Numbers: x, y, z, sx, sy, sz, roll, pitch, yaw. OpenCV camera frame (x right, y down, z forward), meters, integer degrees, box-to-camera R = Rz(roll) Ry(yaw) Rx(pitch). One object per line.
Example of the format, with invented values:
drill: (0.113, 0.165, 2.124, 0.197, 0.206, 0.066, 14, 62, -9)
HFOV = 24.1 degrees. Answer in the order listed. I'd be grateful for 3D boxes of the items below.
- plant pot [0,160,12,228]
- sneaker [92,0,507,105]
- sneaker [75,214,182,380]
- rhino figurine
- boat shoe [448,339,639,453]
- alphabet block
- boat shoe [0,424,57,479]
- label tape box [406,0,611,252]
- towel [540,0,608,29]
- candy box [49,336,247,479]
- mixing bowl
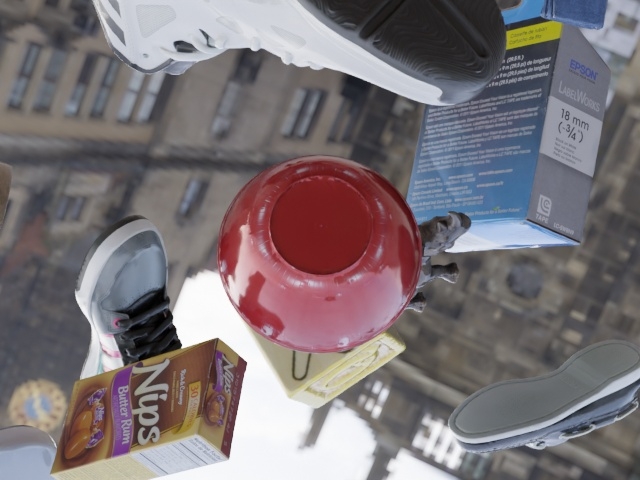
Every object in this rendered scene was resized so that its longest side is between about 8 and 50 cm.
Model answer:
plant pot: (-0.487, 0.017, 1.697, 0.190, 0.284, 0.284, 19, -168, -19)
sneaker: (-0.045, -0.224, 1.382, 0.447, 0.257, 0.169, 35, -123, 10)
sneaker: (-0.165, 0.129, 1.535, 0.123, 0.296, 0.178, -29, -126, -33)
rhino figurine: (0.107, 0.023, 1.747, 0.106, 0.073, 0.243, -6, 158, -22)
boat shoe: (0.307, 0.229, 1.993, 0.302, 0.091, 0.114, -17, -147, -18)
alphabet block: (-0.003, 0.133, 2.422, 0.197, 0.192, 0.193, 58, -172, 17)
boat shoe: (-0.443, 0.256, 1.462, 0.367, 0.136, 0.156, -28, -132, -24)
label tape box: (0.237, -0.160, 1.877, 0.105, 0.334, 0.240, 19, 167, -33)
towel: (0.258, -0.271, 1.490, 0.067, 0.120, 0.029, 10, 175, -21)
candy box: (-0.162, 0.168, 1.416, 0.053, 0.186, 0.109, 46, -141, -37)
mixing bowl: (0.000, 0.000, 1.280, 0.181, 0.181, 0.098, 23, 167, 5)
